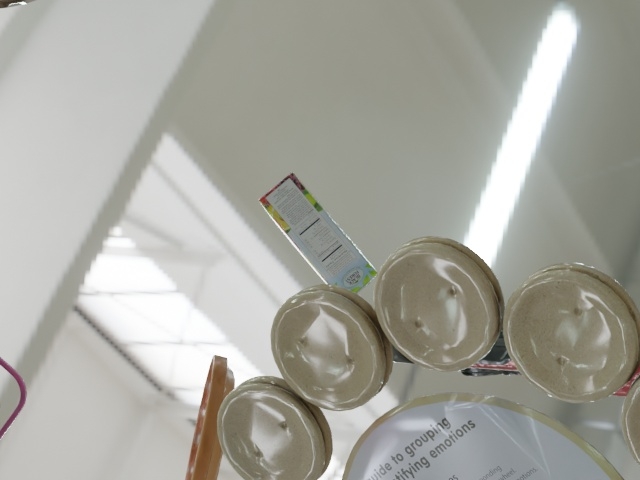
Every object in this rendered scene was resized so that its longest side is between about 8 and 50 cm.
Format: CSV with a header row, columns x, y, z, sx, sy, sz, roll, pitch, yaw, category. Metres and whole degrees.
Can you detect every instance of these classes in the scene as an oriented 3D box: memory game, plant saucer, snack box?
x,y,z,sx,sy,sz,roll,pitch,yaw,category
0.050,0.086,0.437,0.012,0.186,0.186,-35,-60,-53,memory game
-0.054,0.097,0.761,0.083,0.013,0.083,-169,90,-85,plant saucer
0.000,0.000,1.220,0.100,0.037,0.141,51,180,2,snack box

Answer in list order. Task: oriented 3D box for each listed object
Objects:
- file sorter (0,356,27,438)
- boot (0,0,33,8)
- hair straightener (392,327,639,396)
x,y,z,sx,sy,sz,roll,pitch,yaw,category
-0.481,0.190,1.703,0.182,0.202,0.291,-54,-8,13,file sorter
-0.140,-0.193,0.829,0.115,0.305,0.112,52,-141,-69,boot
0.119,0.066,0.847,0.089,0.230,0.047,8,-102,-56,hair straightener
